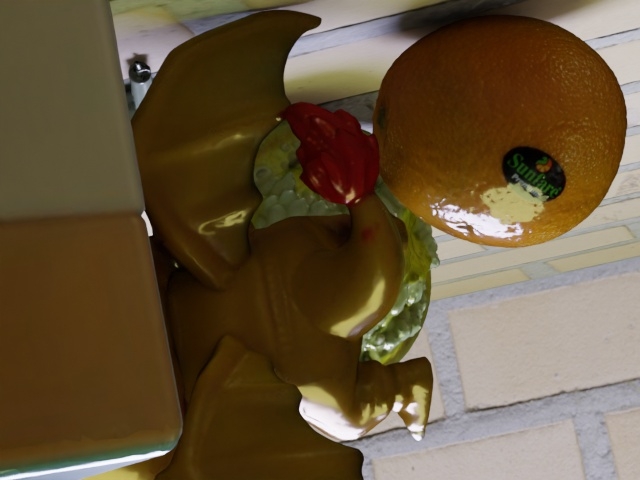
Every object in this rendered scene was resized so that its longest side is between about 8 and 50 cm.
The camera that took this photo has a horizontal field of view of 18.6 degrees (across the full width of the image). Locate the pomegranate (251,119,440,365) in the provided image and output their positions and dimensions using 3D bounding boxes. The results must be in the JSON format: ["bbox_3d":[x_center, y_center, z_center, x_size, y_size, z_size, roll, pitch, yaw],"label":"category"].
[{"bbox_3d":[0.000,0.000,1.790,0.260,0.260,0.340,-20,-169,44],"label":"pomegranate"}]

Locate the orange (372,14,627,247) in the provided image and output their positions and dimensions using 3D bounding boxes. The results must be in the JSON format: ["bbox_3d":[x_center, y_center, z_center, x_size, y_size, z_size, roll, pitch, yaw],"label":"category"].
[{"bbox_3d":[0.141,-0.087,1.547,0.206,0.206,0.206,-11,171,-2],"label":"orange"}]

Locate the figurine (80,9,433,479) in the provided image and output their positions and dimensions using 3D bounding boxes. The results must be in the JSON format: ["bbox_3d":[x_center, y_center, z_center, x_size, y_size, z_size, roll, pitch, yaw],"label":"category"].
[{"bbox_3d":[-0.115,0.046,1.452,0.387,0.401,0.268,-7,178,-9],"label":"figurine"}]

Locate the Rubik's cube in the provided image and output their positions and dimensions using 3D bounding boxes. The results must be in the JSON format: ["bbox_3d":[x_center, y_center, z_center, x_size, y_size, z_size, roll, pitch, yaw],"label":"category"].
[{"bbox_3d":[-0.313,-0.016,0.959,0.344,0.347,0.346,-3,169,-35],"label":"Rubik's cube"}]

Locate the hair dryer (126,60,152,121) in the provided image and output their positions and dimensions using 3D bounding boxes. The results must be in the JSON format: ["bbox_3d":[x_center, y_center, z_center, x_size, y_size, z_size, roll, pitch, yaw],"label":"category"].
[{"bbox_3d":[-0.145,-0.115,1.533,0.063,0.038,0.124,-10,165,-4],"label":"hair dryer"}]
